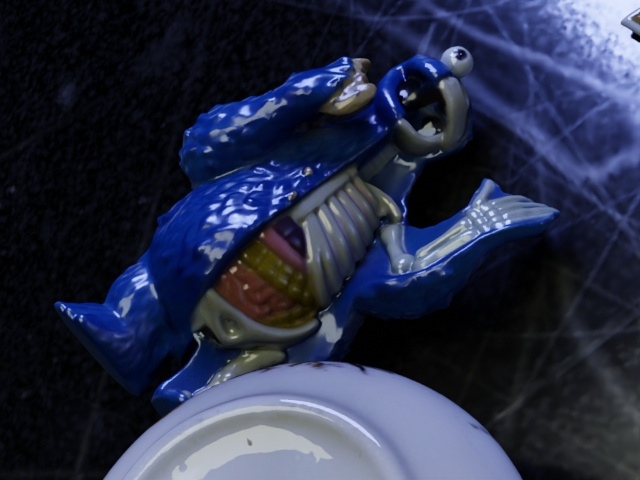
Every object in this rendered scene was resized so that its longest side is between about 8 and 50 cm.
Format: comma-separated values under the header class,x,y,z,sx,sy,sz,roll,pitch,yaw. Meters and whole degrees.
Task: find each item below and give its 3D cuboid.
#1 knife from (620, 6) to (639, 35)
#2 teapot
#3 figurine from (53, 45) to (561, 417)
class,x,y,z,sx,sy,sz,roll,pitch,yaw
knife,0.248,-0.076,0.577,0.256,0.022,0.046,29,92,40
teapot,0.012,0.156,0.518,0.300,0.166,0.208,-2,45,8
figurine,-0.009,-0.001,0.673,0.262,0.121,0.164,-34,72,-7
